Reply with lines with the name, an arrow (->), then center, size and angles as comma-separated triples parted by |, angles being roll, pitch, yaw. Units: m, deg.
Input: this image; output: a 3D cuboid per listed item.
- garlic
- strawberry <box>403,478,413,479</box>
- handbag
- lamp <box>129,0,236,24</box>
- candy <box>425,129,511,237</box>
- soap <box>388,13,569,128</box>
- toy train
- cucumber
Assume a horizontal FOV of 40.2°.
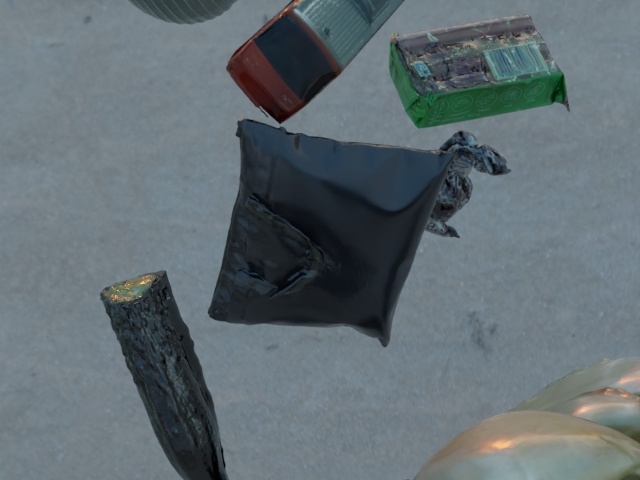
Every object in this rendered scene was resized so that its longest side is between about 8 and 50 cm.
garlic -> 0.178, 0.184, 0.563 | 0.203, 0.281, 0.184 | -36, 74, 33
strawberry -> 0.126, 0.321, 0.969 | 0.145, 0.145, 0.086 | 27, 52, 29
handbag -> 0.000, 0.000, 0.895 | 0.211, 0.254, 0.088 | 10, 35, -7
lamp -> -0.233, -0.455, 1.363 | 0.233, 0.265, 0.233 | -1, 87, 13
candy -> 0.163, -0.057, 1.095 | 0.094, 0.226, 0.051 | 36, 62, 3
soap -> 0.272, -0.293, 1.517 | 0.273, 0.098, 0.217 | -12, 55, -9
toy train -> 0.033, -0.260, 0.943 | 0.089, 0.086, 0.409 | -31, 16, 39
cucumber -> -0.077, 0.096, 0.478 | 0.039, 0.163, 0.043 | -7, 16, 34
